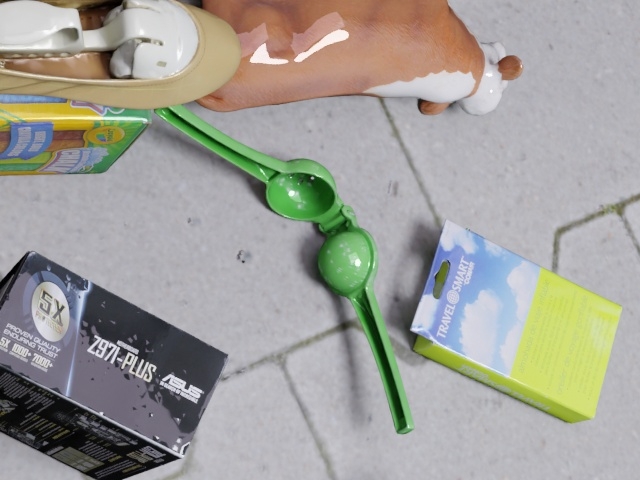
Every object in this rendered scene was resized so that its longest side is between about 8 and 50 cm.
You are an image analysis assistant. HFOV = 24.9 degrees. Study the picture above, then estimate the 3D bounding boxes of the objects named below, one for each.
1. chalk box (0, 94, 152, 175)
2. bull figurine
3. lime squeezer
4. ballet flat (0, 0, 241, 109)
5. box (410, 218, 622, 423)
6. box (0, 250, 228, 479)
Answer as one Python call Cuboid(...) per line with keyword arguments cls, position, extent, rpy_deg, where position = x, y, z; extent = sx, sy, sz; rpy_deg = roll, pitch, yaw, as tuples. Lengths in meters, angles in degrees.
Cuboid(cls="chalk box", position=(-0.201, -0.124, 1.047), extent=(0.213, 0.132, 0.132), rpy_deg=(-2, 76, -23))
Cuboid(cls="bull figurine", position=(0.023, -0.184, 1.181), extent=(0.310, 0.101, 0.188), rpy_deg=(-8, 75, -27))
Cuboid(cls="lime squeezer", position=(0.000, 0.000, 1.124), extent=(0.310, 0.059, 0.110), rpy_deg=(54, 19, -5))
Cuboid(cls="ballet flat", position=(-0.151, -0.128, 0.955), extent=(0.232, 0.073, 0.080), rpy_deg=(-6, 78, -25))
Cuboid(cls="box", position=(0.157, 0.068, 1.199), extent=(0.178, 0.042, 0.109), rpy_deg=(26, 66, -15))
Cuboid(cls="box", position=(-0.166, 0.091, 0.974), extent=(0.147, 0.180, 0.077), rpy_deg=(29, 66, -13))
